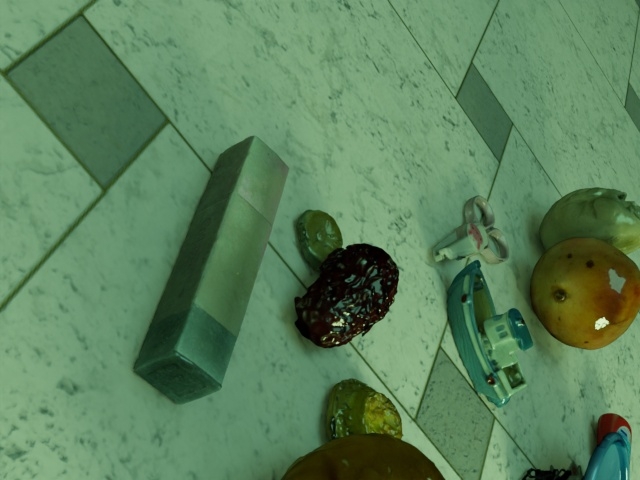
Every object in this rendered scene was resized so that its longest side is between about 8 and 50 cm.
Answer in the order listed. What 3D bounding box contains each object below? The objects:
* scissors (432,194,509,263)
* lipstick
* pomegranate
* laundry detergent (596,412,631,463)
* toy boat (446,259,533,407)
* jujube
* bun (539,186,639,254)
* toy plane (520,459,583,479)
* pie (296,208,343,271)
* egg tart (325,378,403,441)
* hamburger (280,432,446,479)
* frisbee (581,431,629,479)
[{"bbox_3d":[0.235,-0.003,1.493,0.242,0.030,0.118,-19,85,-57],"label":"scissors"},{"bbox_3d":[-0.107,0.020,1.004,0.068,0.066,0.317,43,41,-27],"label":"lipstick"},{"bbox_3d":[0.446,0.089,1.591,0.191,0.191,0.191,30,48,-40],"label":"pomegranate"},{"bbox_3d":[0.495,0.380,1.594,0.097,0.049,0.165,48,41,-29],"label":"laundry detergent"},{"bbox_3d":[0.259,0.132,1.386,0.088,0.102,0.215,-10,77,-56],"label":"toy boat"},{"bbox_3d":[0.036,0.071,1.144,0.104,0.104,0.166,55,49,-14],"label":"jujube"},{"bbox_3d":[0.496,-0.032,1.709,0.178,0.193,0.128,21,55,-50],"label":"bun"},{"bbox_3d":[0.344,0.371,1.400,0.197,0.053,0.078,-19,97,-55],"label":"toy plane"},{"bbox_3d":[0.000,0.000,1.196,0.084,0.020,0.084,27,52,-41],"label":"pie"},{"bbox_3d":[0.059,0.222,1.114,0.130,0.052,0.130,34,43,-40],"label":"egg tart"},{"bbox_3d":[0.044,0.344,0.924,0.290,0.170,0.314,57,37,0],"label":"hamburger"},{"bbox_3d":[0.416,0.408,1.430,0.242,0.045,0.242,-17,110,-57],"label":"frisbee"}]
